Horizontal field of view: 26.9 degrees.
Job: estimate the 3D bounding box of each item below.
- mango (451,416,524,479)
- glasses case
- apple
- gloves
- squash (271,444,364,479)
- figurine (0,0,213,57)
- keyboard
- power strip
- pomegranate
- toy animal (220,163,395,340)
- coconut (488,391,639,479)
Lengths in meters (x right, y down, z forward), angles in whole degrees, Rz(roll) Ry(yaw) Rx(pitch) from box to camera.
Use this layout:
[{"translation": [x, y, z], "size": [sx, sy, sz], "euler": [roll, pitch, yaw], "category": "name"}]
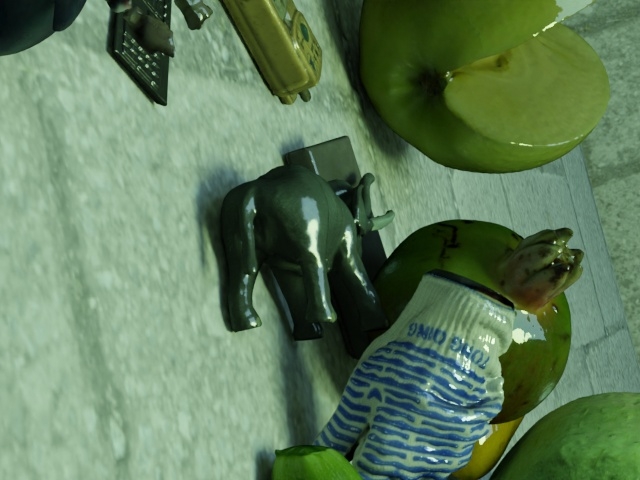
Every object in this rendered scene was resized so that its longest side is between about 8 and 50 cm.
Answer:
[{"translation": [0.155, 0.140, 1.338], "size": [0.253, 0.113, 0.138], "euler": [-78, 147, -50], "category": "mango"}, {"translation": [0.022, 0.005, 1.176], "size": [0.072, 0.042, 0.190], "euler": [-31, 105, -60], "category": "glasses case"}, {"translation": [0.178, -0.212, 1.411], "size": [0.254, 0.292, 0.292], "euler": [-37, 114, -39], "category": "apple"}, {"translation": [0.066, 0.131, 1.006], "size": [0.119, 0.229, 0.097], "euler": [26, 11, -6], "category": "gloves"}, {"translation": [0.035, 0.278, 0.939], "size": [0.082, 0.082, 0.292], "euler": [-21, 95, -71], "category": "squash"}, {"translation": [-0.160, -0.204, 0.638], "size": [0.265, 0.175, 0.197], "euler": [66, 24, -2], "category": "figurine"}, {"translation": [-0.124, -0.190, 0.962], "size": [0.067, 0.011, 0.202], "euler": [51, 30, -48], "category": "keyboard"}, {"translation": [-0.067, -0.231, 1.106], "size": [0.064, 0.044, 0.305], "euler": [-84, 152, -48], "category": "power strip"}, {"translation": [0.140, 0.056, 1.112], "size": [0.180, 0.210, 0.180], "euler": [24, 47, -28], "category": "pomegranate"}, {"translation": [0.003, 0.009, 1.043], "size": [0.269, 0.082, 0.137], "euler": [-3, 82, -66], "category": "toy animal"}, {"translation": [0.280, 0.304, 1.305], "size": [0.328, 0.281, 0.328], "euler": [0, 90, -70], "category": "coconut"}]
